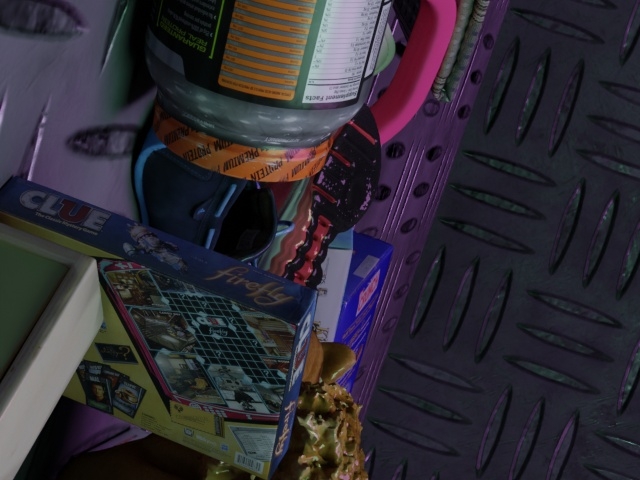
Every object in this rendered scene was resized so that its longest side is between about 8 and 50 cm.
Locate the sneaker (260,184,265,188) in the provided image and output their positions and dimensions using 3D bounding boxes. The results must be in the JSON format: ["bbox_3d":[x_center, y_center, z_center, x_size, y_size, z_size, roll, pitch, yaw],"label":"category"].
[{"bbox_3d":[-0.060,-0.006,1.914,0.208,0.081,0.094,108,1,-46],"label":"sneaker"}]

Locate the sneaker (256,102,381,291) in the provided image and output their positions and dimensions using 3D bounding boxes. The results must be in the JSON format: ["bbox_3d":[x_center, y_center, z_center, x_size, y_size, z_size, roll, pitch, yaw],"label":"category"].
[{"bbox_3d":[-0.047,-0.027,1.760,0.313,0.136,0.116,-63,146,-13],"label":"sneaker"}]

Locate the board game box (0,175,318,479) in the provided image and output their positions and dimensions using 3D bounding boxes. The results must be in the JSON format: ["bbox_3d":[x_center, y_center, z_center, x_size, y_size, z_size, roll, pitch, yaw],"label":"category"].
[{"bbox_3d":[-0.130,0.065,1.178,0.042,0.243,0.165,-56,163,-48],"label":"board game box"}]

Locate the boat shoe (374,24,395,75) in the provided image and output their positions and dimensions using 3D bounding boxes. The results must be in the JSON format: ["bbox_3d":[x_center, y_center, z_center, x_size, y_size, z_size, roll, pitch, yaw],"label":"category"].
[{"bbox_3d":[0.018,-0.300,1.772,0.319,0.116,0.099,77,-9,-60],"label":"boat shoe"}]

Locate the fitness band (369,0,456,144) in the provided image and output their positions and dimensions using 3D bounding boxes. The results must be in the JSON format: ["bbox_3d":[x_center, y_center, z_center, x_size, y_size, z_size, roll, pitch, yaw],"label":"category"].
[{"bbox_3d":[0.045,-0.192,1.795,0.209,0.054,0.291,-16,147,-29],"label":"fitness band"}]

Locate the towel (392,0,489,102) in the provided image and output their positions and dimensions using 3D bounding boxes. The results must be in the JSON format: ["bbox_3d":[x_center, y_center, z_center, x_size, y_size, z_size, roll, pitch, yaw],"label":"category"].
[{"bbox_3d":[0.137,-0.375,1.878,0.312,0.056,0.324,-106,-156,-45],"label":"towel"}]

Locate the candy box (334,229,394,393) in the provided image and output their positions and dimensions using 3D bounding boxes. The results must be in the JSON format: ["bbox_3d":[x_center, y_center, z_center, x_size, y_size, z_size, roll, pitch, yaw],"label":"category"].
[{"bbox_3d":[-0.016,0.164,2.309,0.268,0.122,0.317,-43,152,-66],"label":"candy box"}]

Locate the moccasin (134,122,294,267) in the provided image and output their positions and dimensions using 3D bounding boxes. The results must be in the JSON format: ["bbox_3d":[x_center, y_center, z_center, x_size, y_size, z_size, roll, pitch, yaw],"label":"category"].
[{"bbox_3d":[-0.101,-0.009,1.546,0.342,0.117,0.137,77,35,-72],"label":"moccasin"}]

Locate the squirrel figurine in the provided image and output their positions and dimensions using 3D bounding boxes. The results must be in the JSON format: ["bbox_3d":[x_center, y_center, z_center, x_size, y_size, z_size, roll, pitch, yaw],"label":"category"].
[{"bbox_3d":[-0.067,0.224,1.415,0.397,0.281,0.370,-8,-125,54],"label":"squirrel figurine"}]

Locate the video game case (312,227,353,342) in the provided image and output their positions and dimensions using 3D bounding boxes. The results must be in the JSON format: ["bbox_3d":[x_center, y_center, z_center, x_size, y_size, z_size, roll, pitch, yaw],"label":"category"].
[{"bbox_3d":[0.000,0.000,2.019,0.269,0.061,0.244,-88,-175,-45],"label":"video game case"}]

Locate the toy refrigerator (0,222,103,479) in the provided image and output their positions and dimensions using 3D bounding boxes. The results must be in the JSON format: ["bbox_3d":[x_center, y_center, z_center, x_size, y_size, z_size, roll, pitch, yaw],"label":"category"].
[{"bbox_3d":[-0.250,0.117,1.054,0.094,0.102,0.269,95,19,-56],"label":"toy refrigerator"}]

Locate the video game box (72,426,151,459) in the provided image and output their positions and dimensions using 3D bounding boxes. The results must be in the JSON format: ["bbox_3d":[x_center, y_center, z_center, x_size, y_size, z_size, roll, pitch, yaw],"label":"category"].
[{"bbox_3d":[-0.235,0.306,1.652,0.187,0.048,0.205,-11,120,-75],"label":"video game box"}]

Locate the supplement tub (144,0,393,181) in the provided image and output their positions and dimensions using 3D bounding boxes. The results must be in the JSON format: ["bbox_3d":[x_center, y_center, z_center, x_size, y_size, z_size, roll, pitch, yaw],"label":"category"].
[{"bbox_3d":[-0.033,-0.219,1.292,0.193,0.194,0.316,-50,158,-62],"label":"supplement tub"}]
